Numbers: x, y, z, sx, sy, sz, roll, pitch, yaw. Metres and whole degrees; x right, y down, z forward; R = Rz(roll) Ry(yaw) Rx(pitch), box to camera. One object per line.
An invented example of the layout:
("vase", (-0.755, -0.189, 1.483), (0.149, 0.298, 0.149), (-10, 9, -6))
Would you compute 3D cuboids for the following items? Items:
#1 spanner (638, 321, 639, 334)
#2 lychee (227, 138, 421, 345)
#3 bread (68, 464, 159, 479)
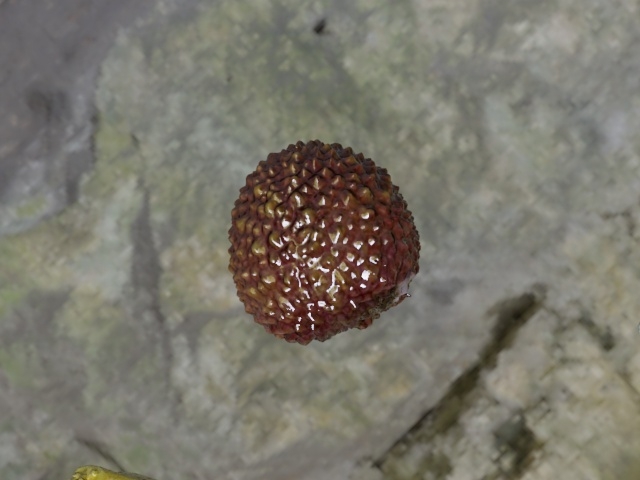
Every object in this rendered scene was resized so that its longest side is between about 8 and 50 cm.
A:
("spanner", (0.531, 0.187, 1.651), (0.071, 0.302, 0.017), (-37, -159, 49))
("lychee", (0.000, 0.000, 1.122), (0.188, 0.188, 0.188), (-43, 175, -4))
("bread", (-0.196, 0.470, 1.492), (0.233, 0.245, 0.361), (56, 49, -74))
